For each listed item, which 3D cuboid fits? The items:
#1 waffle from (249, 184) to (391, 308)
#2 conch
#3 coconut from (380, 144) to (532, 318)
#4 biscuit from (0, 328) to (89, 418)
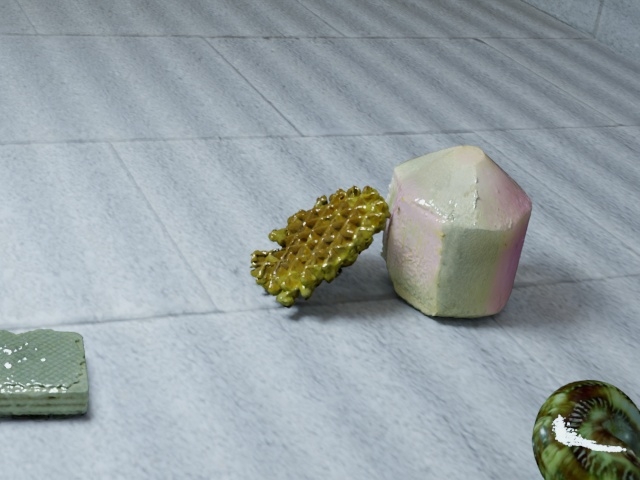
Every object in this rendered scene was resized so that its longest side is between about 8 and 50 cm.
[{"bbox_3d":[0.000,0.000,1.786,0.231,0.051,0.228,-34,22,-2],"label":"waffle"},{"bbox_3d":[0.334,0.256,1.403,0.187,0.124,0.181,42,24,11],"label":"conch"},{"bbox_3d":[0.201,-0.026,1.802,0.233,0.245,0.233,4,25,-2],"label":"coconut"},{"bbox_3d":[-0.414,0.158,1.456,0.252,0.052,0.150,1,26,-13],"label":"biscuit"}]
